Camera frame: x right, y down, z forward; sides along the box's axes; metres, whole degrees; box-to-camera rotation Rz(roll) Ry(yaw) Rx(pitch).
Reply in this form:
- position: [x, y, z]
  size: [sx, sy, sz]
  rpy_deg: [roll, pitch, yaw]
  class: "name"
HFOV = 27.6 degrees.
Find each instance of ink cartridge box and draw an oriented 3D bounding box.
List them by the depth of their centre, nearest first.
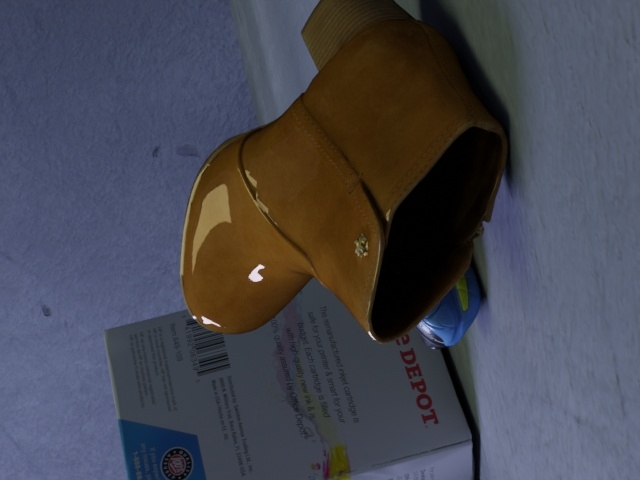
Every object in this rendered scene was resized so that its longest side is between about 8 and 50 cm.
- position: [-0.022, 0.171, 1.119]
  size: [0.197, 0.270, 0.198]
  rpy_deg: [80, 175, -51]
  class: "ink cartridge box"

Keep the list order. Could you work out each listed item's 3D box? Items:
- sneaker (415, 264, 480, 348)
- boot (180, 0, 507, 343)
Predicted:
- position: [0.057, -0.006, 0.911]
  size: [0.078, 0.067, 0.188]
  rpy_deg: [96, 158, -58]
  class: "sneaker"
- position: [0.001, 0.000, 0.803]
  size: [0.295, 0.104, 0.211]
  rpy_deg: [-63, 30, 29]
  class: "boot"
